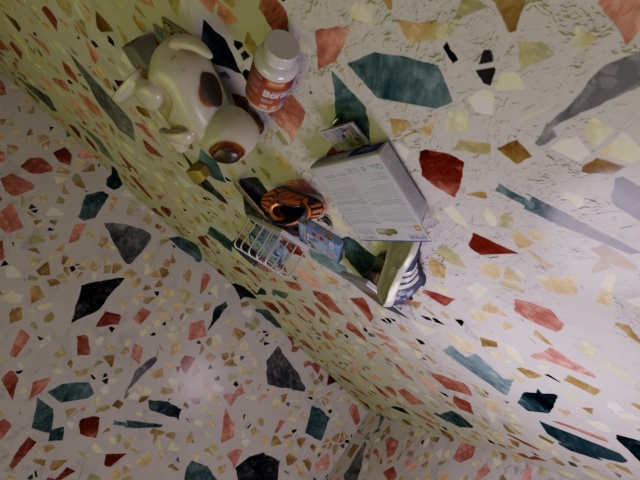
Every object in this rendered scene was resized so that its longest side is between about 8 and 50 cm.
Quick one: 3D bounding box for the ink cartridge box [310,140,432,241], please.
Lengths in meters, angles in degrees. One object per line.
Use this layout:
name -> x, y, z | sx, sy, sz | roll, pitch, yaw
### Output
ink cartridge box -> 0.163, -0.136, 1.310 | 0.324, 0.071, 0.330 | 2, 136, 54

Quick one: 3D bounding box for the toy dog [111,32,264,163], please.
toy dog -> -0.374, -0.438, 1.372 | 0.396, 0.284, 0.408 | -23, 120, 37

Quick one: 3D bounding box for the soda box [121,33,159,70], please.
soda box -> -0.595, -0.601, 1.552 | 0.098, 0.091, 0.286 | 18, 146, 42

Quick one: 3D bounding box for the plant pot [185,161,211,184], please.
plant pot -> -0.578, -0.327, 2.020 | 0.083, 0.081, 0.081 | 0, 135, 37

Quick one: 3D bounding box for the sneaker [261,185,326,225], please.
sneaker -> -0.149, -0.135, 1.586 | 0.321, 0.180, 0.124 | 7, 107, 40

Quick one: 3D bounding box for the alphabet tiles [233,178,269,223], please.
alphabet tiles -> -0.311, -0.169, 1.886 | 0.237, 0.009, 0.198 | 50, 171, -5

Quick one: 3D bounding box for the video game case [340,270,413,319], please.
video game case -> 0.233, 0.226, 1.742 | 0.285, 0.025, 0.204 | 39, 169, -26

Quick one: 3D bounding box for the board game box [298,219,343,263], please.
board game box -> 0.000, 0.000, 1.792 | 0.212, 0.039, 0.160 | 33, 154, 18

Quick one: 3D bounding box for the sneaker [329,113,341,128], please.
sneaker -> 0.049, -0.331, 1.205 | 0.035, 0.031, 0.083 | 28, 160, -5

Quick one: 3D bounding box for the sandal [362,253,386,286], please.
sandal -> 0.233, 0.148, 1.654 | 0.120, 0.086, 0.302 | 37, 155, 8

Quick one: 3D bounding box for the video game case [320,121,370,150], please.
video game case -> 0.070, -0.297, 1.203 | 0.122, 0.011, 0.087 | -1, 149, 45

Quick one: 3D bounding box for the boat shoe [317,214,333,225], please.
boat shoe -> -0.004, -0.094, 1.645 | 0.125, 0.038, 0.046 | 42, 155, -2

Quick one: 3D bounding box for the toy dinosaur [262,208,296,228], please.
toy dinosaur -> -0.167, -0.089, 1.816 | 0.118, 0.064, 0.268 | 23, -179, -33

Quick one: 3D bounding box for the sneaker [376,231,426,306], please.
sneaker -> 0.307, 0.089, 1.444 | 0.131, 0.148, 0.349 | -107, 21, -43

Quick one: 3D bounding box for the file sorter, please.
file sorter -> -0.233, 0.026, 1.907 | 0.278, 0.173, 0.193 | 24, 171, 45

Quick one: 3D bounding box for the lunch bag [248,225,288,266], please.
lunch bag -> -0.268, 0.034, 2.165 | 0.219, 0.090, 0.176 | 39, 159, 5

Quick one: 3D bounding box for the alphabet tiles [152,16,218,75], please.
alphabet tiles -> -0.469, -0.602, 1.494 | 0.285, 0.011, 0.342 | 36, 155, 10

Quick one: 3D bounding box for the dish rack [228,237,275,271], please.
dish rack -> -0.365, 0.090, 2.317 | 0.208, 0.074, 0.271 | 40, 174, 26

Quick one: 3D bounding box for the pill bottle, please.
pill bottle -> -0.128, -0.455, 1.133 | 0.121, 0.121, 0.216 | 42, 155, -3
